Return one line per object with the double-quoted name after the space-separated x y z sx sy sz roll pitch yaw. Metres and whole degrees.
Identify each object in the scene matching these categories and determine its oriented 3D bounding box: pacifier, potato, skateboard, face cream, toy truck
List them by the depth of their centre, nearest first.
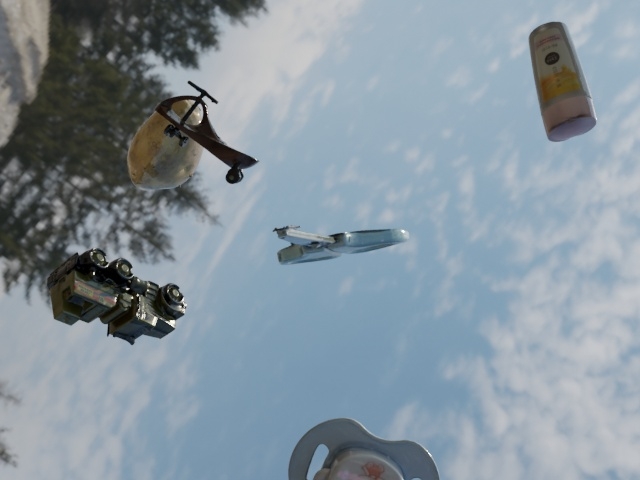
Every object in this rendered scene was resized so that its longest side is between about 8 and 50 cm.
-0.146 -0.144 1.165 0.080 0.151 0.067 -54 -176 4 "skateboard"
-0.379 0.120 1.664 0.127 0.257 0.127 -33 -130 29 "toy truck"
0.080 0.452 1.687 0.226 0.287 0.238 -69 176 -82 "pacifier"
-0.297 -0.183 1.755 0.234 0.128 0.161 -49 172 26 "potato"
0.506 -0.337 1.866 0.107 0.073 0.269 -22 -124 29 "face cream"

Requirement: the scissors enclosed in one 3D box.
0.000 -0.002 1.135 0.191 0.029 0.360 -10 172 14 "scissors"
